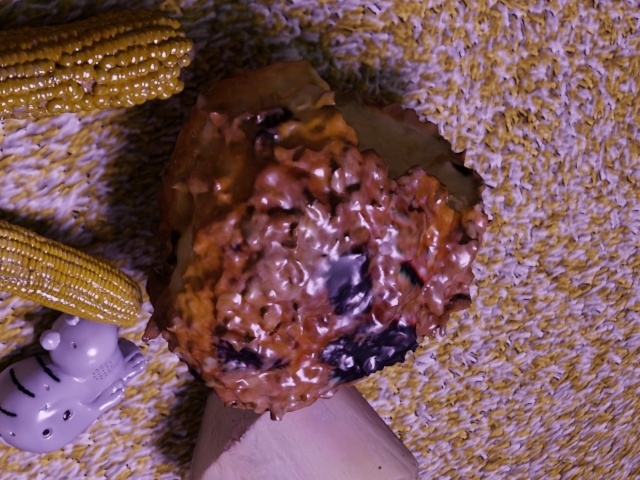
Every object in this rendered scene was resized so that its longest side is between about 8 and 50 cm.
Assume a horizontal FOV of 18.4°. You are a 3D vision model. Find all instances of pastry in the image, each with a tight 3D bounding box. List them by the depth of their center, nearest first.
[{"bbox_3d":[-0.014,0.010,2.035,0.337,0.292,0.405,-53,148,12],"label":"pastry"}]

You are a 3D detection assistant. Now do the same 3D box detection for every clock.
[{"bbox_3d":[-0.275,0.139,2.060,0.176,0.080,0.117,-40,139,-13],"label":"clock"}]

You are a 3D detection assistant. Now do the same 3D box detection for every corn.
[{"bbox_3d":[-0.254,-0.158,1.846,0.320,0.097,0.097,-13,128,-32],"label":"corn"},{"bbox_3d":[-0.268,0.033,1.966,0.203,0.072,0.072,23,104,-32],"label":"corn"}]

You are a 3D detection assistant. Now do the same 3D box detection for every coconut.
[{"bbox_3d":[-0.034,0.250,2.246,0.239,0.244,0.239,-42,169,-10],"label":"coconut"}]
